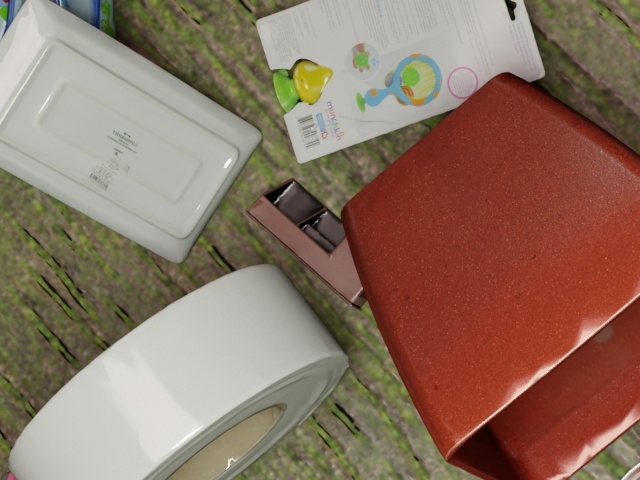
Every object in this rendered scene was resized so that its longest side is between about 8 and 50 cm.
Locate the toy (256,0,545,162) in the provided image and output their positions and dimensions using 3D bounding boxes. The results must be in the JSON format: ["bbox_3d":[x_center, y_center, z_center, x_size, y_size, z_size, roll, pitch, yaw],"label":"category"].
[{"bbox_3d":[0.073,-0.168,1.687,0.237,0.056,0.137,-18,84,17],"label":"toy"}]

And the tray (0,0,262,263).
[{"bbox_3d":[-0.177,-0.088,1.651,0.145,0.270,0.030,-57,36,4],"label":"tray"}]

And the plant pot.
[{"bbox_3d":[0.172,0.025,1.549,0.267,0.267,0.236,-41,65,7],"label":"plant pot"}]

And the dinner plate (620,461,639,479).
[{"bbox_3d":[0.309,0.245,1.605,0.141,0.017,0.141,-1,85,13],"label":"dinner plate"}]

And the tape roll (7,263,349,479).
[{"bbox_3d":[-0.114,0.144,1.585,0.286,0.286,0.100,-41,76,7],"label":"tape roll"}]

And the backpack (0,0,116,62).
[{"bbox_3d":[-0.325,-0.259,1.708,0.290,0.273,0.355,-11,104,16],"label":"backpack"}]

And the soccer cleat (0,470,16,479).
[{"bbox_3d":[-0.239,0.344,1.695,0.143,0.116,0.331,11,89,-1],"label":"soccer cleat"}]

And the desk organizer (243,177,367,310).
[{"bbox_3d":[0.000,0.000,1.692,0.130,0.047,0.050,41,93,14],"label":"desk organizer"}]
